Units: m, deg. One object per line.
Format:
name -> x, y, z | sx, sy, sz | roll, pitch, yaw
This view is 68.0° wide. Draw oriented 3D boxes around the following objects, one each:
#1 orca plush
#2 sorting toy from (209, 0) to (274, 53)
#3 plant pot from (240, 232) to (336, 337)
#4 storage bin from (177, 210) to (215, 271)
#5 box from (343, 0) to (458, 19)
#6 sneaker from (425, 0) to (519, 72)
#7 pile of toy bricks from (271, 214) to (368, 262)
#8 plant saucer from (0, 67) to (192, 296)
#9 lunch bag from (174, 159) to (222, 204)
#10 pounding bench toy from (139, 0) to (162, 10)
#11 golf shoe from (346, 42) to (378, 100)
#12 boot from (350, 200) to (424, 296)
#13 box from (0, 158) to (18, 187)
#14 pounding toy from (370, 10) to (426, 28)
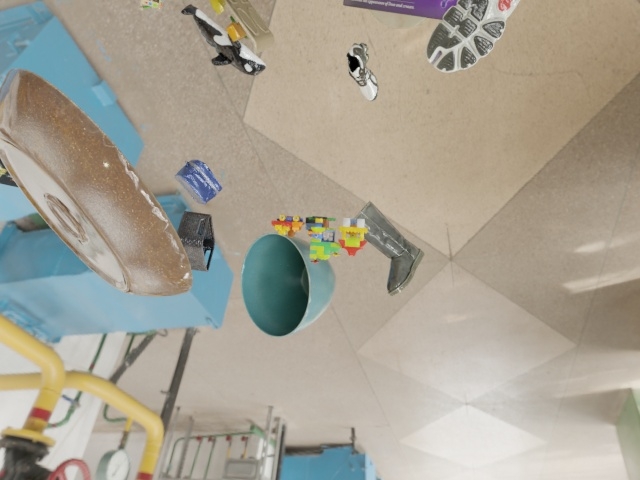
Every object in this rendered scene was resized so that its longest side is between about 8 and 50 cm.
orca plush -> -0.312, -0.595, 1.463 | 0.287, 0.151, 0.102 | 36, 95, -24
sorting toy -> -0.210, -0.552, 1.128 | 0.041, 0.307, 0.229 | -28, 110, 19
plant pot -> -0.067, 0.123, 1.385 | 0.195, 0.290, 0.290 | -1, 155, -47
storage bin -> -0.390, 0.005, 1.491 | 0.084, 0.122, 0.180 | 8, 146, -3
box -> 0.177, -0.471, 0.783 | 0.261, 0.103, 0.185 | 24, 122, 29
sneaker -> 0.194, -0.271, 0.565 | 0.068, 0.071, 0.170 | 41, 99, -6
pile of toy bricks -> 0.000, 0.000, 1.072 | 0.212, 0.105, 0.118 | 4, -179, 7
plant saucer -> -0.177, -0.025, 0.354 | 0.198, 0.036, 0.199 | 31, 146, 24
lunch bag -> -0.269, -0.135, 1.050 | 0.067, 0.065, 0.098 | 14, 146, 53
pounding bench toy -> -0.540, -0.767, 1.518 | 0.065, 0.052, 0.083 | 7, 150, -26
golf shoe -> 0.131, -0.553, 1.590 | 0.077, 0.094, 0.198 | 2, 126, 41
boot -> 0.158, 0.018, 1.232 | 0.208, 0.190, 0.076 | 44, 138, -10
box -> -0.656, -0.169, 0.920 | 0.220, 0.051, 0.175 | 28, -178, 13
pounding toy -> 0.176, -0.610, 1.095 | 0.236, 0.110, 0.183 | 28, 140, 8
